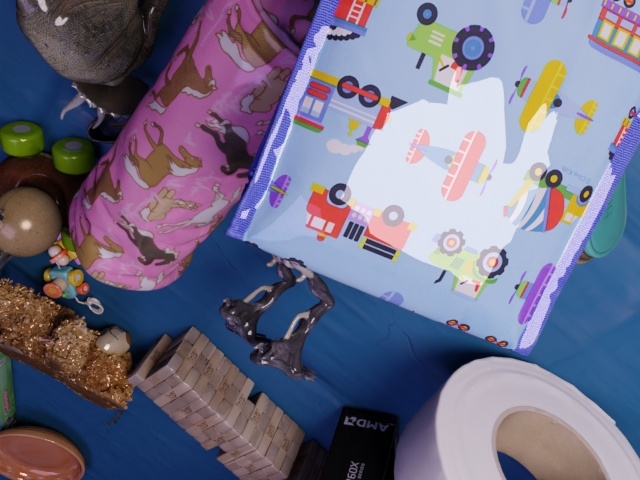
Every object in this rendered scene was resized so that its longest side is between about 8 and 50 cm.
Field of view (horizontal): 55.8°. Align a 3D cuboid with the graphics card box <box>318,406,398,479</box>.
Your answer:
[{"bbox_3d":[0.028,0.441,0.802,0.094,0.371,0.233,7,126,17],"label":"graphics card box"}]

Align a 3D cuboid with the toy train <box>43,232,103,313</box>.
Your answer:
[{"bbox_3d":[-0.354,0.052,0.892,0.125,0.046,0.166,34,128,-3],"label":"toy train"}]

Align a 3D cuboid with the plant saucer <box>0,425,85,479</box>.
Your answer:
[{"bbox_3d":[-0.573,0.434,1.223,0.199,0.037,0.200,2,130,2],"label":"plant saucer"}]

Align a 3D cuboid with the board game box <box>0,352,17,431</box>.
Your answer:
[{"bbox_3d":[-0.703,0.265,1.179,0.213,0.046,0.317,24,128,6],"label":"board game box"}]

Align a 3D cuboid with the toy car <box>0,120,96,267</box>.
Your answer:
[{"bbox_3d":[-0.376,-0.033,0.749,0.148,0.188,0.155,18,126,9],"label":"toy car"}]

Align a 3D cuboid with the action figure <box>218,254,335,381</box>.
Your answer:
[{"bbox_3d":[0.000,0.000,0.658,0.164,0.141,0.276,28,93,35],"label":"action figure"}]

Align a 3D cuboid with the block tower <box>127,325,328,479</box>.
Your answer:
[{"bbox_3d":[-0.130,0.278,0.931,0.335,0.091,0.097,45,126,-13],"label":"block tower"}]

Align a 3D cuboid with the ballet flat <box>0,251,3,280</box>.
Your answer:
[{"bbox_3d":[-0.515,0.003,0.914,0.070,0.070,0.188,32,126,-2],"label":"ballet flat"}]

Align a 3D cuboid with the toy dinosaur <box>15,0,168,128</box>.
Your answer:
[{"bbox_3d":[-0.208,-0.205,0.554,0.121,0.313,0.160,16,86,-1],"label":"toy dinosaur"}]

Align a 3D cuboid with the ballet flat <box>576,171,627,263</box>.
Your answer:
[{"bbox_3d":[0.195,-0.141,0.509,0.123,0.123,0.349,0,121,21],"label":"ballet flat"}]

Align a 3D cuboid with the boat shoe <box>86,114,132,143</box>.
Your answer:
[{"bbox_3d":[-0.210,-0.136,0.708,0.142,0.040,0.049,-4,121,24],"label":"boat shoe"}]

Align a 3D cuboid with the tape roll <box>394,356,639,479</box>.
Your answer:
[{"bbox_3d":[0.228,0.272,0.663,0.286,0.286,0.100,29,128,1],"label":"tape roll"}]

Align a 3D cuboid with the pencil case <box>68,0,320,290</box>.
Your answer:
[{"bbox_3d":[-0.114,-0.097,0.602,0.386,0.167,0.160,-40,57,35],"label":"pencil case"}]

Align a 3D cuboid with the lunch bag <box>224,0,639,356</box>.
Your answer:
[{"bbox_3d":[0.098,-0.106,0.397,0.220,0.138,0.293,22,112,-10],"label":"lunch bag"}]

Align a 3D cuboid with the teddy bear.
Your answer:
[{"bbox_3d":[-0.412,0.127,0.899,0.338,0.113,0.245,31,150,-10],"label":"teddy bear"}]
